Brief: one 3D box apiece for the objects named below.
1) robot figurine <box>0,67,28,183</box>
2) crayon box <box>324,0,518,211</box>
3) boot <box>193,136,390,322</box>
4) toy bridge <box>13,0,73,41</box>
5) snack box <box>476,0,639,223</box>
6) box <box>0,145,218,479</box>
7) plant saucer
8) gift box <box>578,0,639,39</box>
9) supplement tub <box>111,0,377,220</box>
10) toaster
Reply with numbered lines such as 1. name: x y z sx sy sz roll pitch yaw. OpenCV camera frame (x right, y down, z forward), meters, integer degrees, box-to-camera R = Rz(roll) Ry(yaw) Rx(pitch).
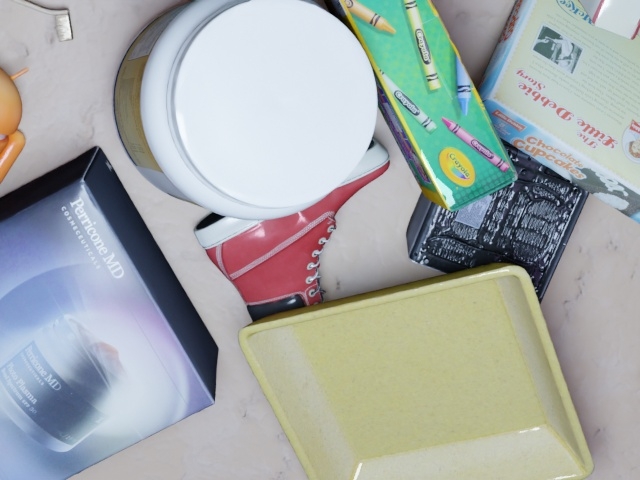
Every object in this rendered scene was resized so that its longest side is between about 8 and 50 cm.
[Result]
1. robot figurine: -0.413 -0.118 1.476 0.158 0.128 0.219 37 102 -10
2. crayon box: 0.091 -0.172 1.363 0.081 0.165 0.278 -28 97 0
3. boot: 0.000 0.000 1.554 0.244 0.088 0.176 -29 106 14
4. toy bridge: -0.373 -0.244 1.493 0.188 0.026 0.063 -6 104 -1
5. snack box: 0.336 -0.139 1.494 0.322 0.060 0.187 31 66 -11
6. box: -0.311 0.099 1.516 0.294 0.183 0.296 -28 106 4
7. plant saucer: 0.117 0.165 1.549 0.332 0.081 0.333 -13 125 16
8. gift box: 0.397 -0.346 1.391 0.258 0.255 0.276 16 110 -9
9. supplement tub: -0.082 -0.139 1.367 0.228 0.316 0.228 -2 96 -17
10. toaster: 0.201 -0.040 1.537 0.168 0.110 0.186 19 104 -8
